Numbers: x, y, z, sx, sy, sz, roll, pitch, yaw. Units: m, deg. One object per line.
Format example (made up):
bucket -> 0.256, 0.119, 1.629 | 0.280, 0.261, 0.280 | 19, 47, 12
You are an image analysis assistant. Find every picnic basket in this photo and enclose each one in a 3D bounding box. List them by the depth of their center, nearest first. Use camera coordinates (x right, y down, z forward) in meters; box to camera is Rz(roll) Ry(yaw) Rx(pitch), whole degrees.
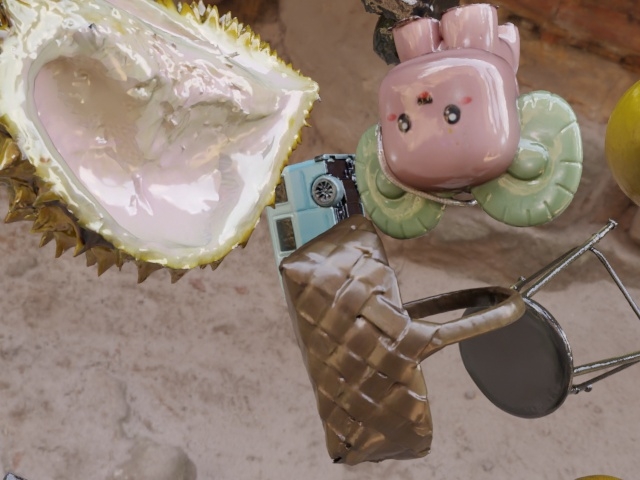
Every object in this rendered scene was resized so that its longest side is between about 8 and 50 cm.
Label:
picnic basket -> 0.123, 0.117, 0.969 | 0.337, 0.337, 0.293 | 10, -1, -3

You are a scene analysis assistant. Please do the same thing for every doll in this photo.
doll -> 0.174, -0.140, 0.869 | 0.284, 0.269, 0.216 | -4, 0, 32

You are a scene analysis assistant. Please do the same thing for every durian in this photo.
durian -> -0.124, -0.072, 0.435 | 0.137, 0.183, 0.249 | 8, 3, 30

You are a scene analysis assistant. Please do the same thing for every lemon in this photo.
lemon -> 0.664, -0.173, 1.261 | 0.297, 0.297, 0.297 | 8, 37, -6

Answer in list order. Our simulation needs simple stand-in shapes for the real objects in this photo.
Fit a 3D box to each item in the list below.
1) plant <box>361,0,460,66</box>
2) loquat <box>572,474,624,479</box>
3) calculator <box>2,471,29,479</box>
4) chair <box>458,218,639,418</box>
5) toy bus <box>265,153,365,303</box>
plant -> 0.166, -0.432, 1.244 | 0.141, 0.256, 0.164 | 28, 30, 24
loquat -> 0.569, 0.618, 1.407 | 0.274, 0.275, 0.275 | 8, 37, -6
calculator -> -0.327, 0.401, 1.020 | 0.261, 0.161, 0.021 | 20, 61, 6
chair -> 0.582, 0.226, 1.734 | 0.410, 0.362, 0.365 | -17, 71, -37
toy bus -> 0.000, 0.000, 1.196 | 0.164, 0.271, 0.133 | -10, 1, 29
